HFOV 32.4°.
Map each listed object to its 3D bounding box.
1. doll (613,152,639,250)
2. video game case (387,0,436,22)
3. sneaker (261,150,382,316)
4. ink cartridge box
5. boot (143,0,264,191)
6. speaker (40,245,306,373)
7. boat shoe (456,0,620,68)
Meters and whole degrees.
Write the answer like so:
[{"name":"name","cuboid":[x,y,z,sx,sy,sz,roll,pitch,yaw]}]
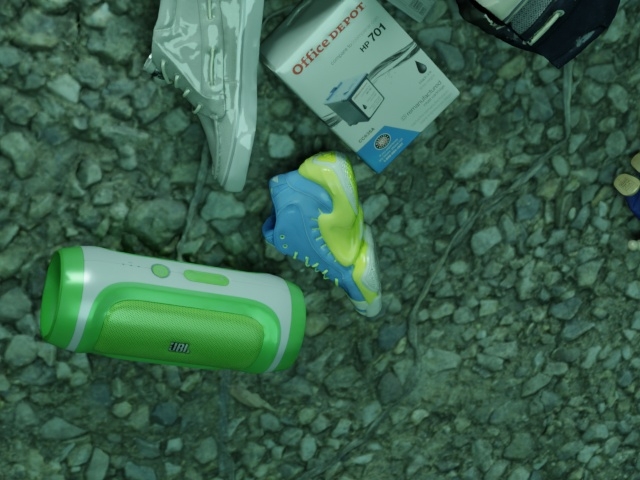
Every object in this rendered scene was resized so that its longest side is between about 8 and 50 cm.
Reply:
[{"name":"doll","cuboid":[0.468,-0.036,1.513,0.129,0.046,0.189,-51,127,-1]},{"name":"video game case","cuboid":[0.119,-0.321,1.213,0.143,0.019,0.157,-55,156,12]},{"name":"sneaker","cuboid":[0.000,0.000,1.361,0.126,0.091,0.240,-11,121,8]},{"name":"ink cartridge box","cuboid":[0.044,-0.193,1.267,0.139,0.082,0.190,-45,122,6]},{"name":"boot","cuboid":[-0.134,-0.181,1.216,0.123,0.095,0.258,1,107,-13]},{"name":"speaker","cuboid":[-0.173,0.085,1.307,0.296,0.131,0.131,10,112,-23]},{"name":"boat shoe","cuboid":[0.316,-0.358,1.267,0.158,0.127,0.340,29,111,-35]}]
